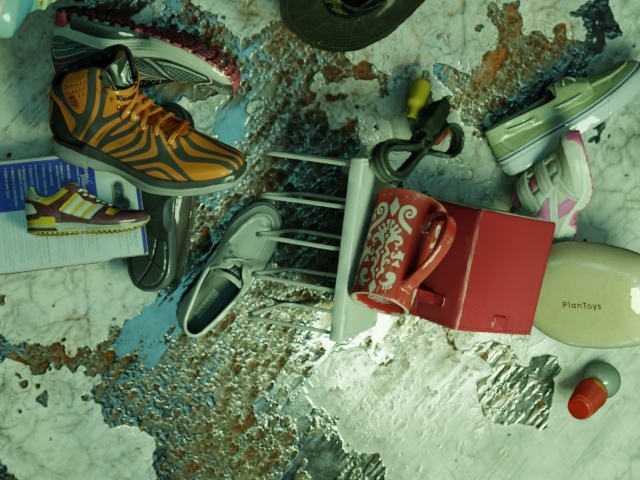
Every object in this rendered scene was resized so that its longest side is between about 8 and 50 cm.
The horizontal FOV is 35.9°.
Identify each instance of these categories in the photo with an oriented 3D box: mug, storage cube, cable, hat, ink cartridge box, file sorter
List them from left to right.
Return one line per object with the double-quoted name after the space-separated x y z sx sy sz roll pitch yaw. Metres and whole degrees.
-0.465 -0.039 1.549 0.371 0.069 0.175 -7 87 -8 "ink cartridge box"
0.000 0.000 1.575 0.173 0.193 0.277 8 96 20 "file sorter"
0.063 -0.460 1.551 0.331 0.331 0.134 -24 60 -7 "hat"
0.117 0.016 1.472 0.113 0.150 0.169 23 72 -8 "mug"
0.151 -0.154 1.588 0.287 0.072 0.139 -52 122 -42 "cable"
0.239 0.037 1.614 0.215 0.184 0.193 9 95 -38 "storage cube"

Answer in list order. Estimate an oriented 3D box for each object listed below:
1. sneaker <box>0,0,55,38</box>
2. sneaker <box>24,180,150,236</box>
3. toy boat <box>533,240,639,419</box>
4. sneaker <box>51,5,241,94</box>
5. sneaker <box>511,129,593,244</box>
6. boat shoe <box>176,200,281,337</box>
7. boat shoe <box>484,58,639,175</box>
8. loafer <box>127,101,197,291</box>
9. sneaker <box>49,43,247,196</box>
-0.364 -0.393 1.451 0.208 0.127 0.319 23 57 -18 "sneaker"
-0.354 -0.051 1.504 0.186 0.069 0.083 -3 87 -12 "sneaker"
0.469 0.147 1.710 0.148 0.267 0.318 -30 120 -49 "toy boat"
-0.270 -0.280 1.549 0.299 0.121 0.112 15 110 1 "sneaker"
0.382 -0.080 1.655 0.111 0.103 0.252 1 136 -2 "sneaker"
-0.143 0.053 1.624 0.095 0.084 0.258 30 91 -13 "boat shoe"
0.421 -0.228 1.688 0.302 0.109 0.094 -35 100 -2 "boat shoe"
-0.249 -0.068 1.600 0.109 0.095 0.302 8 92 20 "loafer"
-0.262 -0.180 1.453 0.321 0.124 0.180 13 125 11 "sneaker"
